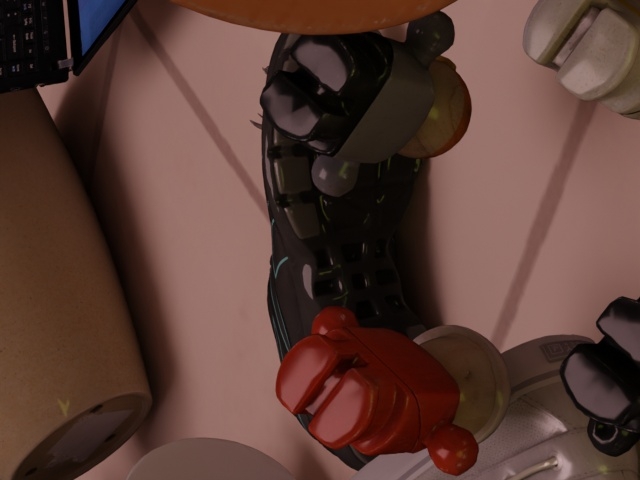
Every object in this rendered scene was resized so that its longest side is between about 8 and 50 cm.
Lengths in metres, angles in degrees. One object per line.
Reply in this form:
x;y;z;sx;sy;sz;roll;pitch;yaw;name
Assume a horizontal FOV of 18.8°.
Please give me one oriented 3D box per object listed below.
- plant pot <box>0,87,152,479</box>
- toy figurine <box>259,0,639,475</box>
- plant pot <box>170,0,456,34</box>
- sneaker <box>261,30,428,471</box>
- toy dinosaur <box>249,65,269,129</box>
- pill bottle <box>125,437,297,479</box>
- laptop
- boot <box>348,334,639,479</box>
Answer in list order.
-0.253;0.049;1.481;0.274;0.256;0.256;52;142;20;plant pot
0.091;-0.006;0.851;0.213;0.148;0.209;-10;81;31;toy figurine
-0.001;-0.221;0.781;0.291;0.291;0.203;131;156;-55;plant pot
0.000;0.000;1.114;0.106;0.101;0.267;5;101;63;sneaker
-0.010;-0.073;1.179;0.090;0.047;0.082;13;127;49;toy dinosaur
-0.098;0.276;1.291;0.169;0.169;0.301;57;144;38;pill bottle
-0.236;-0.237;1.377;0.136;0.264;0.234;70;-169;-65;laptop
0.083;0.162;1.004;0.258;0.095;0.123;125;137;-50;boot
